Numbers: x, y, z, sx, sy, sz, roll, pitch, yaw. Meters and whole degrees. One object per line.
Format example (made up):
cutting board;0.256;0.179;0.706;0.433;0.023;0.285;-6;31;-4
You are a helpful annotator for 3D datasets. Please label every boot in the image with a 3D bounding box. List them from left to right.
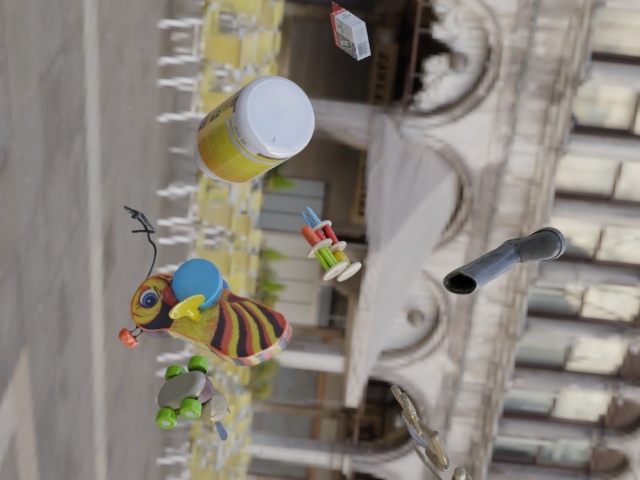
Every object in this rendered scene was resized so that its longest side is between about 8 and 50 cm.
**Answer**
boot;0.379;0.043;2.455;0.189;0.208;0.076;-23;-94;51

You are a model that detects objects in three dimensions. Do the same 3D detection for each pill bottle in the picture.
pill bottle;-0.103;-0.150;1.694;0.215;0.117;0.117;-23;-123;60

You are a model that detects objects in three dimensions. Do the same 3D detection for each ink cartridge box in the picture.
ink cartridge box;0.041;-0.357;2.020;0.115;0.029;0.063;44;-25;48

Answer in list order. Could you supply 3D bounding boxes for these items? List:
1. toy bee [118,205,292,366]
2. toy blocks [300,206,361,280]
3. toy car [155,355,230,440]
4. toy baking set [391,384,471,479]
toy bee;-0.195;0.104;1.675;0.162;0.298;0.195;-53;142;-10
toy blocks;0.000;0.000;2.155;0.148;0.054;0.123;55;16;16
toy car;-0.286;0.400;2.874;0.188;0.149;0.155;43;37;-33
toy baking set;0.175;0.318;1.814;0.197;0.030;0.256;56;-8;34
